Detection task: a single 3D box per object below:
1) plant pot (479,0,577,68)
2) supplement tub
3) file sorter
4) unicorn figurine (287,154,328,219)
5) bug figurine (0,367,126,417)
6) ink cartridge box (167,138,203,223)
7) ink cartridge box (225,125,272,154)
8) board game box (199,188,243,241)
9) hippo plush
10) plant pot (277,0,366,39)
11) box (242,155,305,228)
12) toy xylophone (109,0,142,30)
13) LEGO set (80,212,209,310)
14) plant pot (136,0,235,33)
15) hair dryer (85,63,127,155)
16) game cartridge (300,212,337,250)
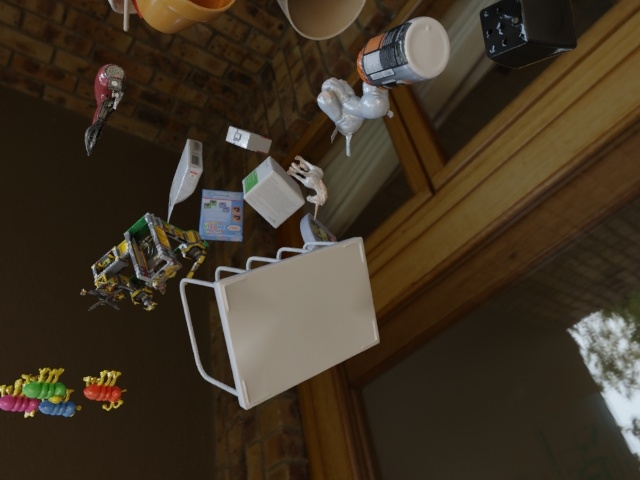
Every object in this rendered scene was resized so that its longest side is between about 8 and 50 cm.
[{"bbox_3d":[0.531,-0.569,1.328,0.167,0.188,0.188,-16,-82,-31],"label":"plant pot"},{"bbox_3d":[0.160,-0.372,1.017,0.117,0.117,0.190,25,177,-27],"label":"supplement tub"},{"bbox_3d":[-0.068,0.117,0.856,0.277,0.173,0.193,-17,-79,-36],"label":"file sorter"},{"bbox_3d":[-0.025,-0.143,1.178,0.111,0.060,0.162,31,-138,-8],"label":"unicorn figurine"},{"bbox_3d":[-0.589,0.354,1.131,0.216,0.279,0.072,28,-133,-46],"label":"bug figurine"},{"bbox_3d":[-0.345,-0.148,1.281,0.045,0.179,0.145,13,-147,-23],"label":"ink cartridge box"},{"bbox_3d":[-0.280,-0.391,1.951,0.109,0.063,0.150,7,-165,-45],"label":"ink cartridge box"},{"bbox_3d":[-0.375,-0.097,1.912,0.160,0.039,0.212,4,-124,-11],"label":"board game box"},{"bbox_3d":[0.143,-0.541,1.964,0.234,0.236,0.294,31,-125,-40],"label":"hippo plush"},{"bbox_3d":[-0.041,-0.743,1.390,0.256,0.256,0.274,4,-139,-44],"label":"plant pot"},{"bbox_3d":[-0.100,-0.103,1.057,0.102,0.087,0.101,45,-168,-26],"label":"box"},{"bbox_3d":[-0.460,-0.637,1.156,0.081,0.322,0.236,-25,-89,-23],"label":"toy xylophone"},{"bbox_3d":[-0.466,0.098,1.392,0.192,0.331,0.255,58,-176,34],"label":"LEGO set"},{"bbox_3d":[-0.322,-0.575,1.141,0.205,0.188,0.205,10,-106,-40],"label":"plant pot"},{"bbox_3d":[-0.584,-0.361,1.330,0.080,0.224,0.293,28,-166,-25],"label":"hair dryer"},{"bbox_3d":[0.000,0.000,2.073,0.196,0.060,0.294,38,-162,-24],"label":"game cartridge"}]
